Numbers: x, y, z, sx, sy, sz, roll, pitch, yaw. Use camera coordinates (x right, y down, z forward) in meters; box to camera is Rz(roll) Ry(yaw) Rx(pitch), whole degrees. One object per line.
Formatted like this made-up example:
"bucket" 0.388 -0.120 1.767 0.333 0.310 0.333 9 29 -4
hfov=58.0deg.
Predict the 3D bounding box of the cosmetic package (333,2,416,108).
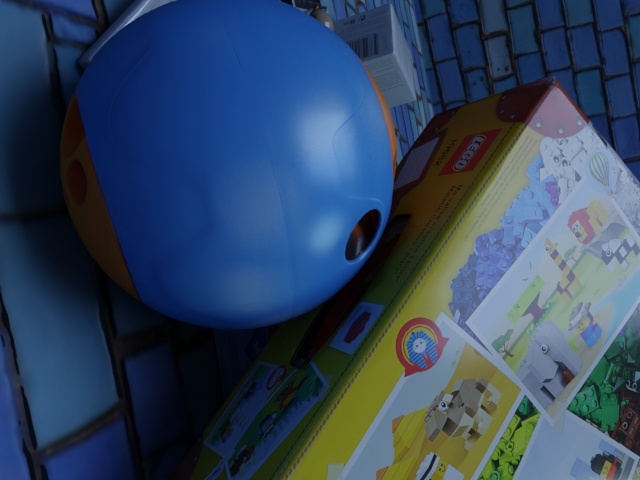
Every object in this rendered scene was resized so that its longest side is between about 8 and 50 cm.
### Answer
"cosmetic package" 0.127 -0.421 1.366 0.184 0.151 0.151 45 40 -57

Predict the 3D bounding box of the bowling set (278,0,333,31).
"bowling set" -0.075 -0.290 0.799 0.200 0.154 0.287 -37 114 -66

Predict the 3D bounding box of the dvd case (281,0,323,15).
"dvd case" -0.058 -0.551 1.127 0.179 0.030 0.238 -42 119 -64

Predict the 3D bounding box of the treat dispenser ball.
"treat dispenser ball" -0.076 -0.065 0.516 0.288 0.288 0.288 -10 90 -68

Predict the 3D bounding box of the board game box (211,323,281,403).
"board game box" -0.062 0.077 0.680 0.027 0.145 0.281 -2 83 -71

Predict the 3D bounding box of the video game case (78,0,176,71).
"video game case" -0.146 -0.196 0.663 0.212 0.023 0.193 -62 141 -26

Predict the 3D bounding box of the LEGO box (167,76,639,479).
"LEGO box" 0.157 0.157 0.594 0.372 0.193 0.500 41 75 -18
